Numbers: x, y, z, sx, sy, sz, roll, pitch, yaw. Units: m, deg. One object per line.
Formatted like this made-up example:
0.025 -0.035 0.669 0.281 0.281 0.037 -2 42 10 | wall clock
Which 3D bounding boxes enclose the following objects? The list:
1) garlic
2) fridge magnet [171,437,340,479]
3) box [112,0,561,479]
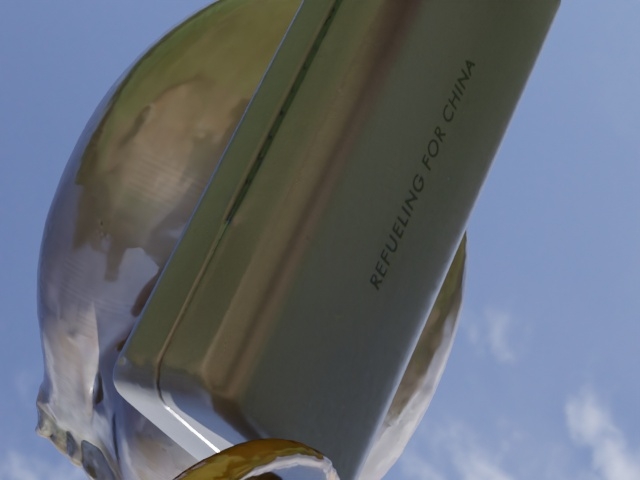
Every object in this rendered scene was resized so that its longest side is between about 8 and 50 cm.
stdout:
0.000 0.000 0.806 0.231 0.246 0.340 31 -112 26 | garlic
-0.040 0.124 0.442 0.063 0.143 0.143 36 -147 27 | fridge magnet
0.015 -0.027 0.550 0.055 0.103 0.243 7 -118 37 | box
